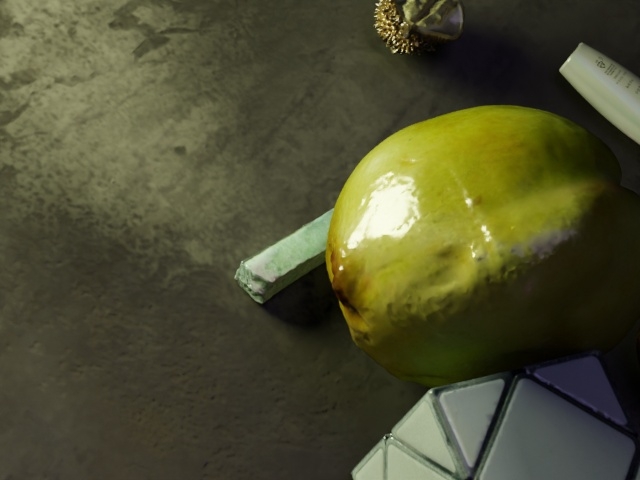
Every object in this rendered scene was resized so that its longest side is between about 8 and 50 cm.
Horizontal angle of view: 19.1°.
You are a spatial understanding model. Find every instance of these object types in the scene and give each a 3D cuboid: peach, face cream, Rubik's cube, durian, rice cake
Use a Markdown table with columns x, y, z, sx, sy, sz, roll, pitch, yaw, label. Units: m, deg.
| x | y | z | sx | sy | sz | roll | pitch | yaw | label |
| --- | --- | --- | --- | --- | --- | --- | --- | --- | --- |
| 0.165 | 0.006 | 1.887 | 0.315 | 0.314 | 0.282 | -21 | 69 | 0 | peach |
| 0.363 | -0.159 | 2.229 | 0.182 | 0.051 | 0.072 | 38 | 52 | 2 | face cream |
| 0.182 | 0.250 | 1.811 | 0.205 | 0.205 | 0.207 | -9 | 67 | -28 | Rubik's cube |
| 0.102 | -0.246 | 2.153 | 0.110 | 0.071 | 0.140 | 39 | 37 | -5 | durian |
| 0.000 | 0.000 | 1.985 | 0.211 | 0.034 | 0.043 | -32 | 69 | -34 | rice cake |

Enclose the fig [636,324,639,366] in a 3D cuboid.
| x | y | z | sx | sy | sz | roll | pitch | yaw | label |
| --- | --- | --- | --- | --- | --- | --- | --- | --- | --- |
| 0.433 | 0.050 | 2.028 | 0.170 | 0.274 | 0.145 | 3 | 22 | -14 | fig |
